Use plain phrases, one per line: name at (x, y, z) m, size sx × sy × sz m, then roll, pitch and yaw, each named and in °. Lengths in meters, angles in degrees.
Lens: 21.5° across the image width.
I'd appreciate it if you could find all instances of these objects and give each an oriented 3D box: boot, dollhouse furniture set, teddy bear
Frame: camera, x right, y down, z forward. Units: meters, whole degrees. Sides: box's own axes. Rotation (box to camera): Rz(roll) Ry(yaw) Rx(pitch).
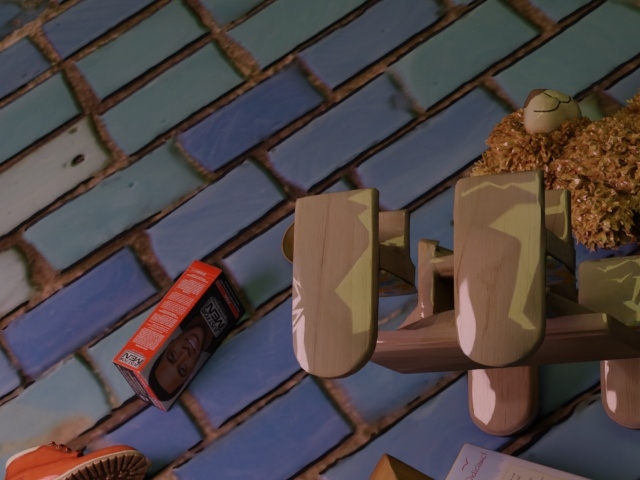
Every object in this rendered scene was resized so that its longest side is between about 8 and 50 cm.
boot at (-0.247, 0.224, 1.668) m, size 0.158 × 0.059 × 0.084 m, roll -20°, pitch 40°, yaw 9°
dollhouse furniture set at (0.224, 0.111, 1.334) m, size 0.394 × 0.362 × 0.256 m, roll -6°, pitch 74°, yaw 25°
teddy bear at (0.311, -0.077, 1.645) m, size 0.245 × 0.113 × 0.338 m, roll -40°, pitch 46°, yaw -16°

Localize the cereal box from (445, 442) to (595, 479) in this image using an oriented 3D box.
cereal box at (0.192, 0.278, 1.418) m, size 0.240 × 0.047 × 0.173 m, roll 13°, pitch 58°, yaw 34°

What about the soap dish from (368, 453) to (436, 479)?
soap dish at (0.120, 0.325, 1.251) m, size 0.291 × 0.118 × 0.229 m, roll 29°, pitch 81°, yaw 7°

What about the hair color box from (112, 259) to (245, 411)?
hair color box at (-0.143, 0.097, 1.725) m, size 0.043 × 0.072 × 0.141 m, roll 20°, pitch 61°, yaw 37°

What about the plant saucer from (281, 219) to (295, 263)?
plant saucer at (0.000, 0.000, 1.786) m, size 0.083 × 0.015 × 0.083 m, roll -13°, pitch 45°, yaw 14°
